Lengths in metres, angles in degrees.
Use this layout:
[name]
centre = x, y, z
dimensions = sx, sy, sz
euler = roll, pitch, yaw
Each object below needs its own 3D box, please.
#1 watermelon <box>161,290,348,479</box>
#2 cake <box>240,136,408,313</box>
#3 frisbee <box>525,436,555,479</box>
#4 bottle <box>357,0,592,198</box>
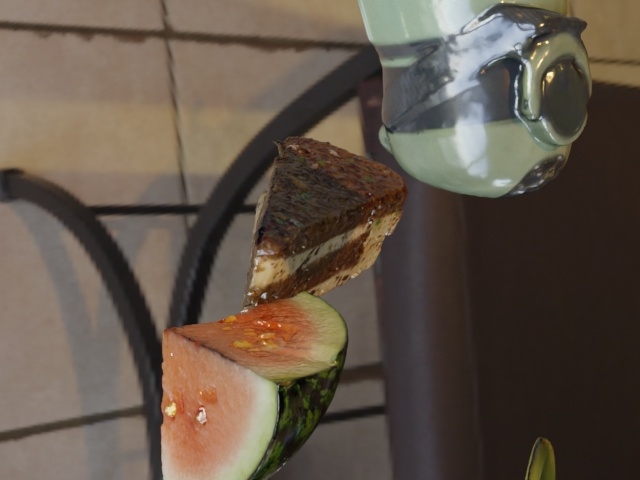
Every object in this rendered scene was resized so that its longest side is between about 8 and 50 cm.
[watermelon]
centre = -0.037, 0.110, 1.026
dimensions = 0.145, 0.193, 0.137
euler = -12, 69, -41
[cake]
centre = 0.004, 0.006, 1.213
dimensions = 0.246, 0.135, 0.112
euler = -84, -170, -65
[frisbee]
centre = 0.265, 0.358, 1.687
dimensions = 0.236, 0.017, 0.236
euler = 5, 90, -74
[bottle]
centre = 0.097, -0.202, 0.957
dimensions = 0.168, 0.168, 0.347
euler = -20, 104, -45
